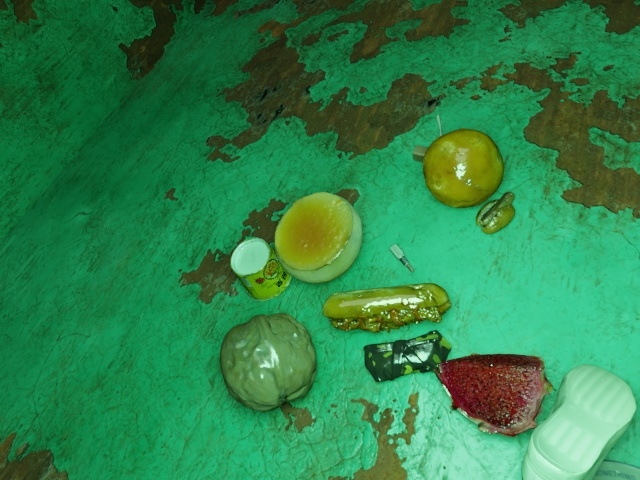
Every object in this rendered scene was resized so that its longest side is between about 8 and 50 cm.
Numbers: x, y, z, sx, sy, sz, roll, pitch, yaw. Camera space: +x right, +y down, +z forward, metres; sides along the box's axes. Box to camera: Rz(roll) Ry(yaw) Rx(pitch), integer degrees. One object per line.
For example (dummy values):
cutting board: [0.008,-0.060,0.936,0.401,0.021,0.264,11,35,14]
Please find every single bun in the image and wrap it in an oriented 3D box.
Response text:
bun: [0.000,0.000,1.303,0.298,0.165,0.299,-10,61,18]

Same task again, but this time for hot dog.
hot dog: [0.525,-0.083,1.206,0.140,0.060,0.090,-32,56,-5]
hot dog: [0.177,0.192,1.111,0.348,0.158,0.117,-7,73,14]

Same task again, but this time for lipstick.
lipstick: [0.253,0.058,1.247,0.025,0.025,0.107,-34,58,-2]
lipstick: [0.394,-0.289,1.411,0.145,0.045,0.045,24,72,33]

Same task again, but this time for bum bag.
bum bag: [0.227,0.304,1.066,0.232,0.060,0.107,-15,62,15]

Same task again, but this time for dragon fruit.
dragon fruit: [0.405,0.347,0.928,0.274,0.126,0.161,-16,76,49]

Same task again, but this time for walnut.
walnut: [-0.142,0.320,1.105,0.273,0.227,0.273,-15,49,18]

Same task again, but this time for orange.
orange: [0.429,-0.216,1.229,0.239,0.240,0.240,-11,54,16]

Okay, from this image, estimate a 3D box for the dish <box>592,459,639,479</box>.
dish: [0.535,0.555,0.720,0.273,0.134,0.273,-26,18,9]

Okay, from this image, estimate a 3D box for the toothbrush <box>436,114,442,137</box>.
toothbrush: [0.434,-0.385,1.479,0.022,0.017,0.204,-15,53,26]

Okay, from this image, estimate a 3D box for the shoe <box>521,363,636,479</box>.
shoe: [0.511,0.393,0.817,0.362,0.160,0.131,-19,34,-39]

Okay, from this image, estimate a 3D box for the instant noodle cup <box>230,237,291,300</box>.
instant noodle cup: [-0.202,0.087,1.341,0.182,0.144,0.182,-11,54,15]
